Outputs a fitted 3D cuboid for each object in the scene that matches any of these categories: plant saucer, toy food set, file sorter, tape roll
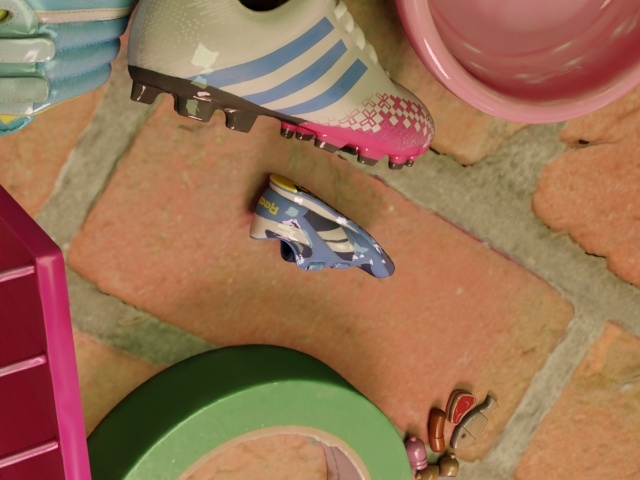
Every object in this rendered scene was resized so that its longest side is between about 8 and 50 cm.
[{"bbox_3d":[0.189,-0.264,1.357,0.332,0.084,0.332,-13,117,-26],"label":"plant saucer"},{"bbox_3d":[0.116,0.190,1.556,0.078,0.019,0.122,35,90,-38],"label":"toy food set"},{"bbox_3d":[-0.283,0.121,1.164,0.182,0.202,0.291,-16,119,-24],"label":"file sorter"},{"bbox_3d":[-0.072,0.250,1.432,0.321,0.077,0.321,-13,118,-26],"label":"tape roll"}]

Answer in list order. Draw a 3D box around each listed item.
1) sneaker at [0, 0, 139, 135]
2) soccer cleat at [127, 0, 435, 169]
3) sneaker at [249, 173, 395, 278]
[{"bbox_3d":[-0.252,-0.180,1.096,0.319,0.127,0.208,11,104,-34],"label":"sneaker"},{"bbox_3d":[-0.005,-0.142,1.239,0.331,0.116,0.143,10,99,-53],"label":"soccer cleat"},{"bbox_3d":[0.000,0.000,1.380,0.144,0.053,0.059,32,92,-29],"label":"sneaker"}]
